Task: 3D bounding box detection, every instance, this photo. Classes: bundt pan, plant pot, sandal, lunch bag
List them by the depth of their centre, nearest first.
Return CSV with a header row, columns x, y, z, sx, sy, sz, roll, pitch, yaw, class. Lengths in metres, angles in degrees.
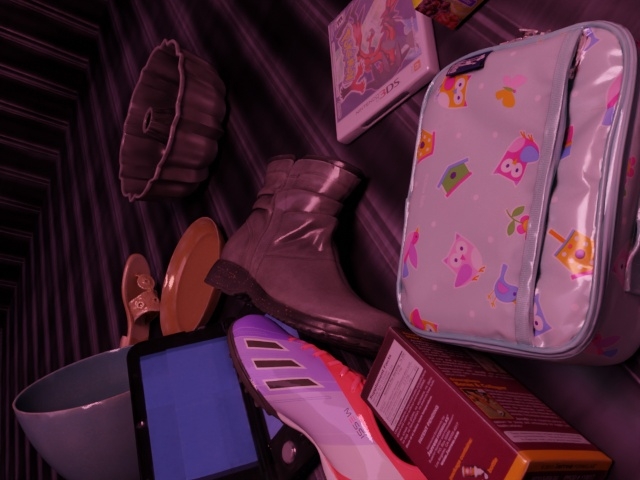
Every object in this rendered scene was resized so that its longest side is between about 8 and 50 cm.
x,y,z,sx,sy,sz,roll,pitch,yaw,class
0.178,-0.041,0.557,0.224,0.108,0.279,1,80,57,lunch bag
-0.339,0.313,1.114,0.290,0.290,0.195,2,108,57,plant pot
-0.228,0.075,1.194,0.236,0.032,0.236,-34,47,45,plant pot
-0.290,-0.225,1.320,0.331,0.124,0.330,-26,58,52,bundt pan
-0.359,0.150,1.367,0.079,0.088,0.240,7,93,26,sandal

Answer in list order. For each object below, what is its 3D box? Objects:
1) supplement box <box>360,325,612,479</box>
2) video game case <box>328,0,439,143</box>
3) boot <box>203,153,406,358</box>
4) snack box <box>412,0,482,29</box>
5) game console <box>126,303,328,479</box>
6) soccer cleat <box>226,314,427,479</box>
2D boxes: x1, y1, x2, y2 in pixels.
x,y,z,sx,sy,sz,roll,pitch,yaw,class
0.131,0.159,0.565,0.188,0.104,0.080,43,115,54,supplement box
0.075,-0.255,0.865,0.183,0.023,0.201,-32,54,48,video game case
0.000,0.000,0.813,0.338,0.118,0.222,20,80,42,boot
0.175,-0.367,0.707,0.207,0.070,0.174,-38,49,43,snack box
-0.128,0.187,0.887,0.250,0.173,0.293,-56,39,30,game console
0.015,0.169,0.706,0.318,0.109,0.116,45,113,35,soccer cleat
